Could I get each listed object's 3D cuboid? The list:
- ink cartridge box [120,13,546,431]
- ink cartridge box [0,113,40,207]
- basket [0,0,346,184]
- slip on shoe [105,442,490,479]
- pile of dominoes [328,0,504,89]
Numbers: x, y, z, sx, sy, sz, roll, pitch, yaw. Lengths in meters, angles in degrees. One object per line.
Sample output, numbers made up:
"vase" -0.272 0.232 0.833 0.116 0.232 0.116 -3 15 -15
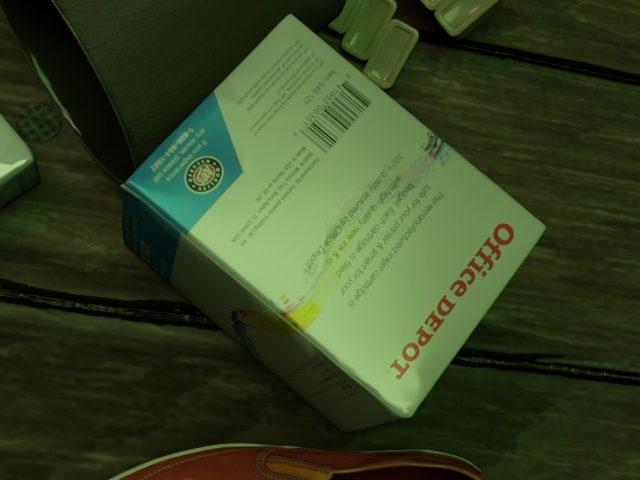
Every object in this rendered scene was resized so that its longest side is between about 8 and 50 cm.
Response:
"ink cartridge box" 0.000 0.000 0.642 0.233 0.168 0.171 41 71 0
"ink cartridge box" -0.385 -0.086 0.636 0.239 0.060 0.275 -39 87 -19
"basket" -0.105 -0.185 0.684 0.227 0.154 0.204 -34 91 -23
"slip on shoe" -0.022 0.202 0.618 0.332 0.101 0.123 -1 77 -12
"pile of dominoes" 0.052 -0.282 0.770 0.196 0.040 0.251 -40 87 16
